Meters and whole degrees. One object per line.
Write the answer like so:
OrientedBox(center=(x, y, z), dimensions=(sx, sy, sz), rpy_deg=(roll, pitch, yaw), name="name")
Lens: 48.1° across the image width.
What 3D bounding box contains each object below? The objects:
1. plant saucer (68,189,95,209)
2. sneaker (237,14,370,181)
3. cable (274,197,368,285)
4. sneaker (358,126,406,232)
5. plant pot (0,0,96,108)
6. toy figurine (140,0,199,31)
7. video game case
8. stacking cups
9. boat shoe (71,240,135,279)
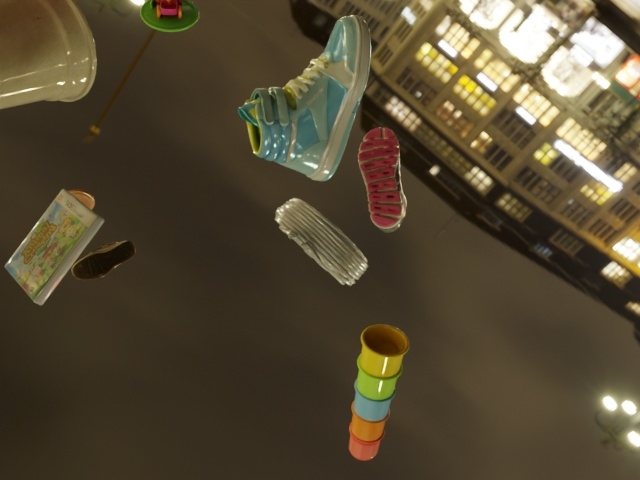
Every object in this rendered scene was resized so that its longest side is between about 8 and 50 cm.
OrientedBox(center=(-0.650, -0.103, 1.929), dimensions=(0.084, 0.083, 0.013), rpy_deg=(24, -142, -32), name="plant saucer")
OrientedBox(center=(-0.036, -0.282, 1.337), dimensions=(0.208, 0.318, 0.127), rpy_deg=(12, -172, -22), name="sneaker")
OrientedBox(center=(0.000, 0.000, 1.707), dimensions=(0.257, 0.089, 0.257), rpy_deg=(42, 179, -34), name="cable")
OrientedBox(center=(0.094, -0.085, 1.073), dimensions=(0.074, 0.063, 0.170), rpy_deg=(66, -163, -66), name="sneaker")
OrientedBox(center=(-0.772, -0.449, 1.722), dimensions=(0.334, 0.333, 0.305), rpy_deg=(43, -136, 6), name="plant pot")
OrientedBox(center=(-0.334, -0.576, 1.576), dimensions=(0.130, 0.159, 0.173), rpy_deg=(-1, -127, -9), name="toy figurine")
OrientedBox(center=(-0.560, 0.008, 1.501), dimensions=(0.193, 0.212, 0.023), rpy_deg=(29, 172, 45), name="video game case")
OrientedBox(center=(0.106, 0.316, 1.464), dimensions=(0.096, 0.316, 0.096), rpy_deg=(5, -144, -4), name="stacking cups")
OrientedBox(center=(-0.425, 0.039, 1.390), dimensions=(0.135, 0.045, 0.050), rpy_deg=(-26, -68, -42), name="boat shoe")
